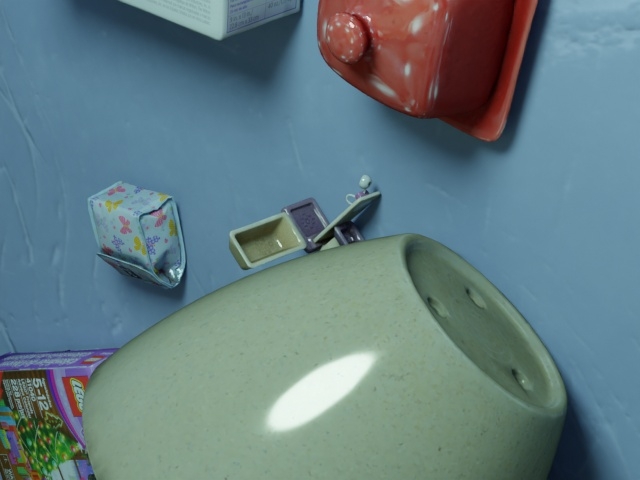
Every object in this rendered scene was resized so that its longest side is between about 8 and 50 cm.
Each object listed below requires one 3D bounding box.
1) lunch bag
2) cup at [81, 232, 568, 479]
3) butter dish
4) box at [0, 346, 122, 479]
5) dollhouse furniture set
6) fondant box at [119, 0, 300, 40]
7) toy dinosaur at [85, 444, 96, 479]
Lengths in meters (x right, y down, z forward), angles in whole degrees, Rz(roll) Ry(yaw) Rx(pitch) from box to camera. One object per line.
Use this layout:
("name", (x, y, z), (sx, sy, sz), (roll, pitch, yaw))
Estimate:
("lunch bag", (-0.155, 0.000, 1.690), (0.071, 0.053, 0.083), (19, 130, 40))
("cup", (0.033, 0.134, 1.404), (0.237, 0.331, 0.331), (-44, 75, 20))
("butter dish", (0.052, -0.151, 1.358), (0.160, 0.118, 0.160), (34, 129, 30))
("box", (-0.212, 0.245, 1.859), (0.201, 0.057, 0.293), (-7, 104, 46))
("dollhouse furniture set", (0.000, 0.000, 1.489), (0.081, 0.114, 0.091), (-41, 76, 43))
("fondant box", (-0.122, -0.340, 1.461), (0.238, 0.096, 0.330), (25, 126, 35))
("toy dinosaur", (-0.120, 0.227, 1.722), (0.121, 0.160, 0.313), (-141, 47, -80))
